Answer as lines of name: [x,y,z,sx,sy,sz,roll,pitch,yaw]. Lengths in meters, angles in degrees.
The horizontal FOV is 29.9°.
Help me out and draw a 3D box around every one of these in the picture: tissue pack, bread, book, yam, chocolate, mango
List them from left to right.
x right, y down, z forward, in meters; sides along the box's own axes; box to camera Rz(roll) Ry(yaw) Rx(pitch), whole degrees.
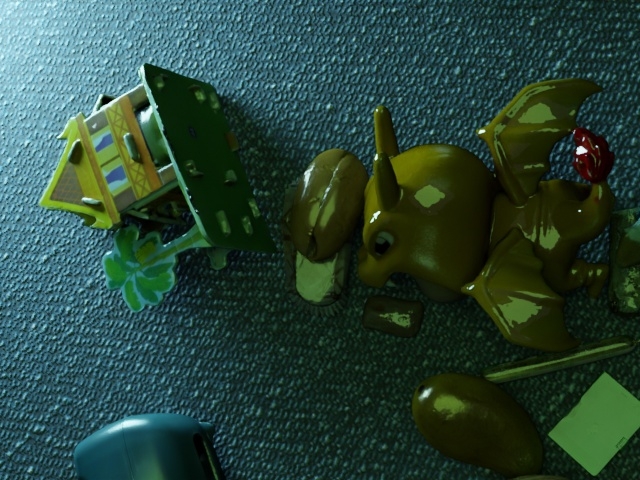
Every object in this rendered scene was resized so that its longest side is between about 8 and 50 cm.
tissue pack: [-0.247,0.413,1.898,0.206,0.198,0.287,-24,74,10]
bread: [0.013,-0.059,1.917,0.114,0.077,0.189,20,81,1]
chocolate: [0.115,0.120,1.950,0.100,0.031,0.064,13,79,16]
mango: [0.247,0.287,1.857,0.227,0.099,0.136,32,94,6]
book: [0.433,0.285,1.854,0.103,0.017,0.135,41,91,19]
yam: [0.482,0.029,1.855,0.078,0.078,0.179,1,81,13]

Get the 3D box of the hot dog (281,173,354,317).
hot dog: [0.000,0.000,1.981,0.131,0.069,0.253,2,83,5]

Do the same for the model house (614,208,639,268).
model house: [0.566,-0.034,1.761,0.291,0.253,0.184,-38,84,8]

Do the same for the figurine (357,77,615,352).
figurine: [0.258,-0.056,1.827,0.387,0.268,0.401,8,93,1]

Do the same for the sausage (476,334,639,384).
sausage: [0.368,0.188,1.877,0.269,0.033,0.033,-15,78,11]

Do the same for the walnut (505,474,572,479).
walnut: [0.312,0.444,1.772,0.213,0.213,0.213,-2,80,13]

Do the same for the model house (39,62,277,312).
model house: [-0.285,-0.062,2.012,0.313,0.242,0.358,-29,76,24]
